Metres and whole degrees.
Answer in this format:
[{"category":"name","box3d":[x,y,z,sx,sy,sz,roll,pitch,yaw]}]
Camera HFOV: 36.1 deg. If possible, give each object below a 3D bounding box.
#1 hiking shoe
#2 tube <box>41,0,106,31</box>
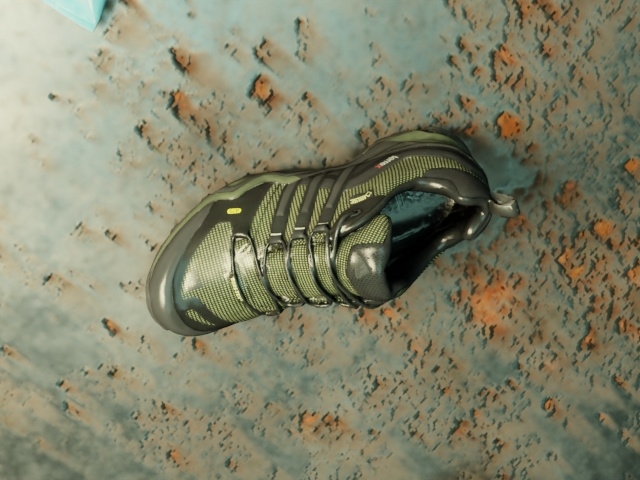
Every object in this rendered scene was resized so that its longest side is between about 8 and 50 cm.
[{"category":"hiking shoe","box3d":[0.000,0.000,0.588,0.227,0.114,0.086,-26,111,-3]},{"category":"tube","box3d":[-0.110,-0.221,0.528,0.080,0.052,0.207,29,105,-15]}]
